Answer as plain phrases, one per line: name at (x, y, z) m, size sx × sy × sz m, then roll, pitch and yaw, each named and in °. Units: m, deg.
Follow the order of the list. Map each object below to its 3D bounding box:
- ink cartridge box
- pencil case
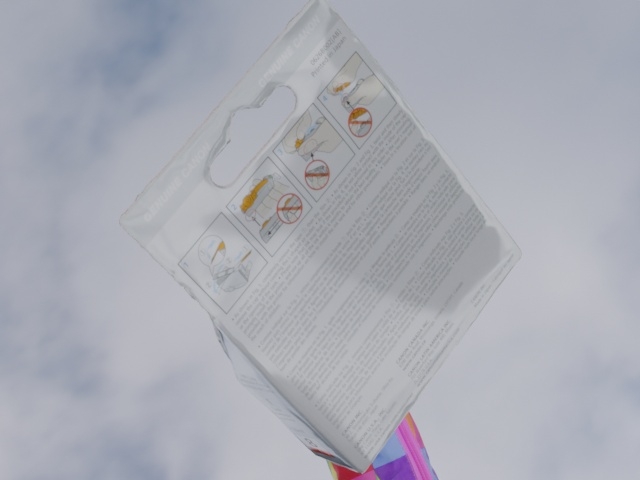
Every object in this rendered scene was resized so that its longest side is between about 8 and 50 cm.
ink cartridge box at (0.000, 0.000, 0.588) m, size 0.179 × 0.045 × 0.145 m, roll 48°, pitch -111°, yaw -26°
pencil case at (0.046, 0.187, 1.225) m, size 0.104 × 0.104 × 0.236 m, roll -17°, pitch -100°, yaw -41°
